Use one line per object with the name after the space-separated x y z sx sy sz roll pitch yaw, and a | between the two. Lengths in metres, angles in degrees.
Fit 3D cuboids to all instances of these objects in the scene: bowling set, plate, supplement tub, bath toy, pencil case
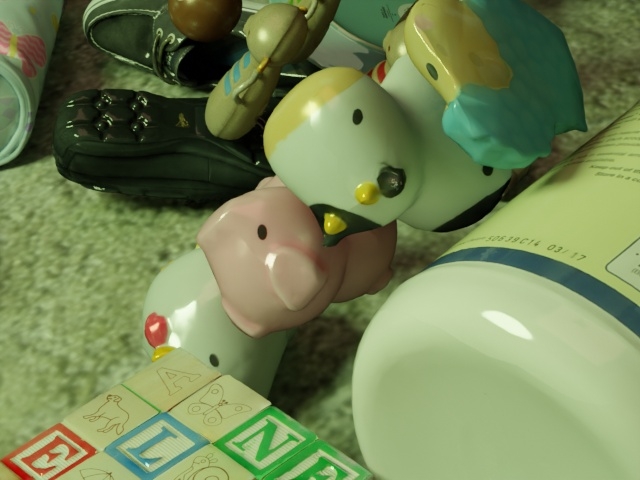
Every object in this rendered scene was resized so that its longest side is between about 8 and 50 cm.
-0.011 -0.138 1.139 0.200 0.154 0.287 32 52 -4 | bowling set
0.051 -0.177 1.330 0.188 0.024 0.188 13 37 -10 | plate
0.201 0.049 0.879 0.235 0.235 0.325 26 48 37 | supplement tub
0.000 0.000 0.949 0.151 0.348 0.129 19 49 -28 | bath toy
-0.280 -0.171 1.365 0.124 0.113 0.273 13 35 -8 | pencil case

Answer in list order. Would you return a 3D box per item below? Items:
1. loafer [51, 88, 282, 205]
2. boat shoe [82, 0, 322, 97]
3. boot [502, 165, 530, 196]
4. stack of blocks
-0.085 -0.064 1.219 0.223 0.078 0.076 5 56 -9 | loafer
-0.097 -0.155 1.350 0.228 0.080 0.076 13 39 14 | boat shoe
0.100 -0.068 1.222 0.118 0.042 0.087 3 46 27 | boot
-0.045 0.184 0.849 0.171 0.087 0.297 -31 38 -28 | stack of blocks
